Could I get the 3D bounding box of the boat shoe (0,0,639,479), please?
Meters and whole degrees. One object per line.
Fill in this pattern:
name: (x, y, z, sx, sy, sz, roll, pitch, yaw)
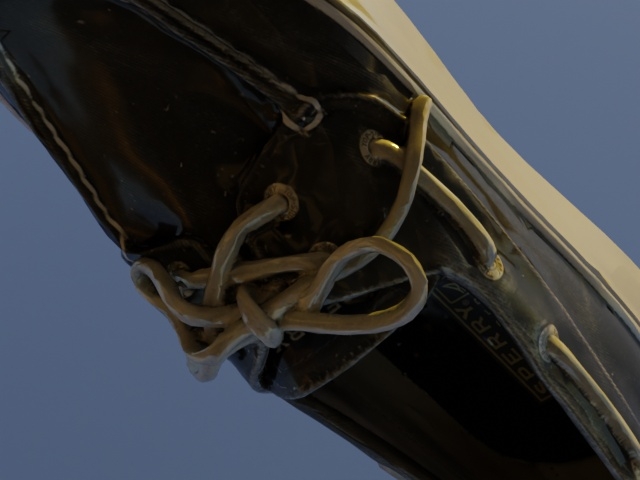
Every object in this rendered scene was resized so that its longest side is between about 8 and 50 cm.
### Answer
boat shoe: (-0.003, 0.002, 0.587, 0.113, 0.306, 0.105, -30, -149, 29)
